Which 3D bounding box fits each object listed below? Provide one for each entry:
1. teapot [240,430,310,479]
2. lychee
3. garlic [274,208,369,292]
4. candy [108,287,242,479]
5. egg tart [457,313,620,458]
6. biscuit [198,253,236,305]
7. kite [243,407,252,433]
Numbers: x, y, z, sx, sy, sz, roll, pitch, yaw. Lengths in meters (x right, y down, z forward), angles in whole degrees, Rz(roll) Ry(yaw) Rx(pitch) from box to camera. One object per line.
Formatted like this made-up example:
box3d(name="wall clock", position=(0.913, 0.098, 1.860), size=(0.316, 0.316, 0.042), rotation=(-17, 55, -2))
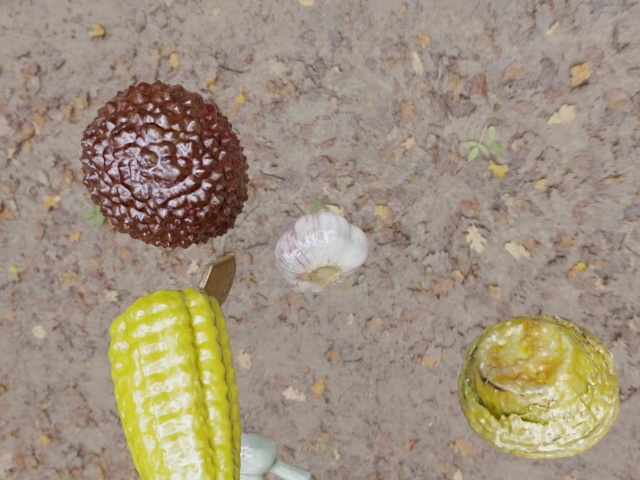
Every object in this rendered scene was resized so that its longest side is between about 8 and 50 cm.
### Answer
box3d(name="teapot", position=(-0.178, 0.662, 1.368), size=(0.318, 0.220, 0.149), rotation=(8, 64, -3))
box3d(name="lychee", position=(-0.248, -0.122, 0.745), size=(0.300, 0.264, 0.264), rotation=(37, 107, 39))
box3d(name="garlic", position=(0.000, 0.000, 1.197), size=(0.245, 0.253, 0.245), rotation=(-4, 136, -3))
box3d(name="candy", position=(-0.116, 0.146, 0.383), size=(0.106, 0.094, 0.199), rotation=(-31, 61, 20))
box3d(name="egg tart", position=(0.368, 0.232, 0.808), size=(0.294, 0.294, 0.123), rotation=(-23, 122, 17))
box3d(name="biscuit", position=(-0.327, 0.155, 1.438), size=(0.034, 0.182, 0.215), rotation=(21, 109, 17))
box3d(name="kite", position=(-0.165, 0.417, 1.038), size=(0.078, 0.002, 0.044), rotation=(124, 144, -44))
